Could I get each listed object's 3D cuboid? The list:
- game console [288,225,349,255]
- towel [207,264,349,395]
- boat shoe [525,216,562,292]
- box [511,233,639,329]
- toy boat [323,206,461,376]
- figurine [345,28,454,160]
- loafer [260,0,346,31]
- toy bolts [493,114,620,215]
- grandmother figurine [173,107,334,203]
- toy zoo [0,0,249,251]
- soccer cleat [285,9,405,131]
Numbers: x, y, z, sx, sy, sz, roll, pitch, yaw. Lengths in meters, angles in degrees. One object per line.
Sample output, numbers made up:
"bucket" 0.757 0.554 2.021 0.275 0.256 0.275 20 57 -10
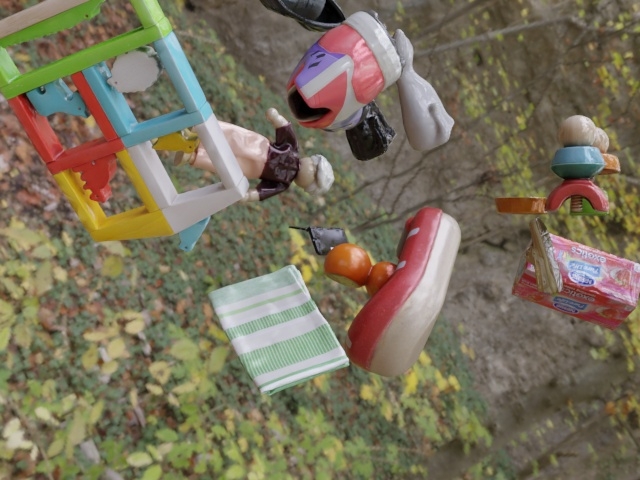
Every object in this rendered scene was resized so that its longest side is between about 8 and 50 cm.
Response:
"game console" 0.000 0.000 1.777 0.122 0.071 0.107 1 63 -46
"towel" -0.104 0.212 1.810 0.325 0.247 0.038 57 -25 35
"boat shoe" 0.376 0.028 1.273 0.050 0.045 0.135 -24 99 -55
"box" 0.593 0.093 1.718 0.256 0.123 0.128 20 -31 7
"toy boat" 0.075 0.051 0.911 0.231 0.151 0.151 -63 171 -46
"figurine" 0.102 -0.250 1.250 0.214 0.092 0.209 -3 -53 46
"loafer" -0.030 -0.387 1.177 0.223 0.078 0.076 7 94 -63
"toy bolts" 0.413 -0.127 1.281 0.228 0.218 0.159 1 90 -77
"grandmother figurine" -0.122 -0.176 1.566 0.342 0.208 0.104 16 19 -25
"toy zoo" -0.201 -0.109 0.764 0.030 0.192 0.293 -75 146 -57
"soccer cleat" 0.002 -0.178 0.890 0.109 0.116 0.318 57 -9 -5
